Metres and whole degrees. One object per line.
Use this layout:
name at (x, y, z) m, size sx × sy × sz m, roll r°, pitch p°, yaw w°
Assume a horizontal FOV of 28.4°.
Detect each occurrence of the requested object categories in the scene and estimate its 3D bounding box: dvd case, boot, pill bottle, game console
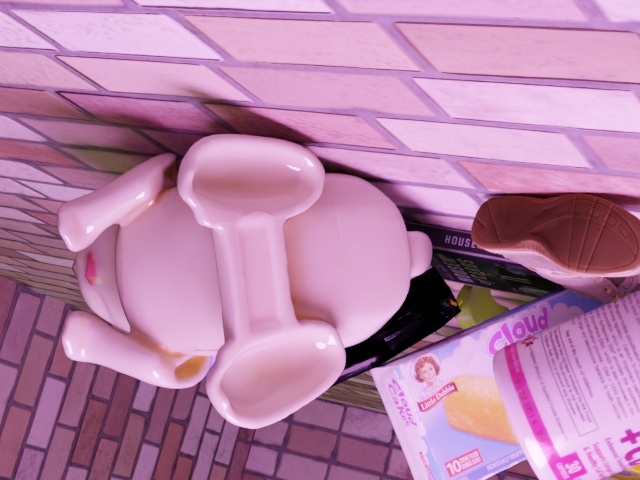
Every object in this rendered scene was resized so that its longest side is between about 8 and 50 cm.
dvd case at (0.228, 0.032, 1.531) m, size 0.238 × 0.030 × 0.179 m, roll 10°, pitch 167°, yaw 23°
boot at (0.278, 0.015, 1.268) m, size 0.165 × 0.077 × 0.213 m, roll 26°, pitch 170°, yaw -38°
pill bottle at (0.331, 0.131, 1.262) m, size 0.283 × 0.160 × 0.160 m, roll -25°, pitch 156°, yaw 13°
game console at (0.045, 0.086, 1.542) m, size 0.044 × 0.213 × 0.361 m, roll 60°, pitch -179°, yaw -12°

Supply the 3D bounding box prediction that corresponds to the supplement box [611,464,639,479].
supplement box at (0.545, 0.268, 1.813) m, size 0.356 × 0.194 × 0.195 m, roll 16°, pitch 168°, yaw -2°

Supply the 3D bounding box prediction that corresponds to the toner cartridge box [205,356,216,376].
toner cartridge box at (-0.173, 0.114, 1.972) m, size 0.165 × 0.075 × 0.348 m, roll 18°, pitch -166°, yaw -14°

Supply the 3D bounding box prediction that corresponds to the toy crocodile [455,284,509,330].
toy crocodile at (0.327, 0.160, 1.661) m, size 0.340 × 0.105 × 0.115 m, roll 28°, pitch 167°, yaw 5°

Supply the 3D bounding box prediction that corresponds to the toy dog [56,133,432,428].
toy dog at (-0.118, 0.012, 1.429) m, size 0.395 × 0.285 × 0.408 m, roll -22°, pitch -168°, yaw -37°

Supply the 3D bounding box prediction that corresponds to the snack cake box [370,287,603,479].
snack cake box at (0.208, 0.162, 1.414) m, size 0.264 × 0.152 × 0.089 m, roll -21°, pitch 178°, yaw -20°
